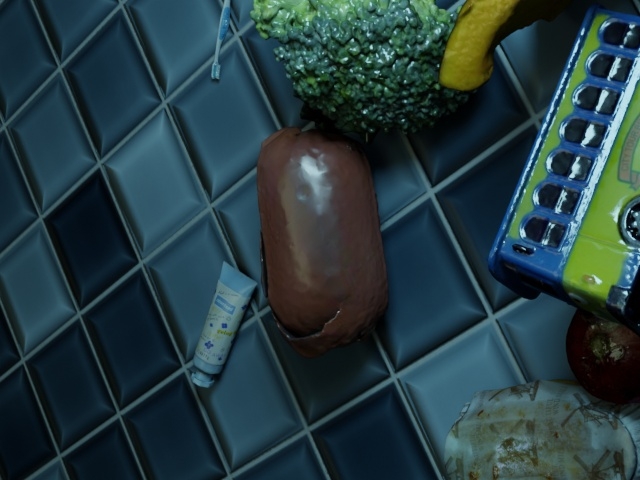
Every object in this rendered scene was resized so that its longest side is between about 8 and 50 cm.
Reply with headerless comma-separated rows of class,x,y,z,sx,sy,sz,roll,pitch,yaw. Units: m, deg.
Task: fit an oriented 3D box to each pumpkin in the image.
pumpkin,0.259,-0.281,1.311,0.095,0.290,0.258,54,142,7

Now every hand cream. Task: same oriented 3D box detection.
hand cream,-0.134,0.118,1.805,0.065,0.043,0.171,30,108,29

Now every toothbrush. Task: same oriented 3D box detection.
toothbrush,-0.129,-0.294,1.779,0.017,0.014,0.162,24,110,52

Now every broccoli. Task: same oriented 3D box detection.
broccoli,0.046,-0.241,1.529,0.247,0.263,0.243,104,167,-55

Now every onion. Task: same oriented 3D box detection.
onion,0.314,0.106,1.371,0.131,0.131,0.131,5,97,40

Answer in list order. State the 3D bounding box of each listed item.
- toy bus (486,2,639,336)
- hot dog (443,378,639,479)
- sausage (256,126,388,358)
toy bus,0.296,-0.064,1.290,0.175,0.138,0.288,20,84,33
hot dog,0.251,0.224,1.464,0.268,0.075,0.144,-5,86,44
sausage,0.000,0.000,1.604,0.152,0.152,0.280,-6,90,41
